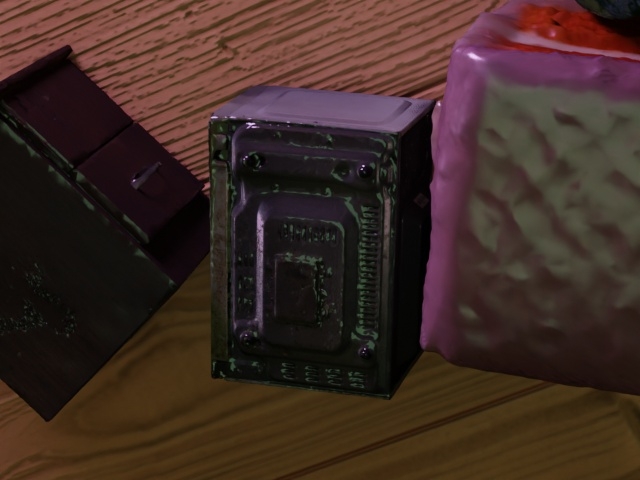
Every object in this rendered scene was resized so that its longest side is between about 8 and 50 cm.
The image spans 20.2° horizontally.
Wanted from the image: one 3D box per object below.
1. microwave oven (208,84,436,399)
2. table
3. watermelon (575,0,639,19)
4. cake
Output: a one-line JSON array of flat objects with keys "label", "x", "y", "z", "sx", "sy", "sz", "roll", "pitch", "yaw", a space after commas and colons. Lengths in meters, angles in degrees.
[{"label": "microwave oven", "x": 0.000, "y": 0.000, "z": 1.327, "sx": 0.163, "sy": 0.129, "sz": 0.205, "roll": 6, "pitch": 108, "yaw": 17}, {"label": "table", "x": -0.195, "y": -0.011, "z": 1.347, "sx": 0.193, "sy": 0.169, "sz": 0.172, "roll": 44, "pitch": 110, "yaw": -3}, {"label": "watermelon", "x": 0.240, "y": -0.276, "z": 1.184, "sx": 0.201, "sy": 0.213, "sz": 0.262, "roll": -1, "pitch": 113, "yaw": -5}, {"label": "cake", "x": 0.229, "y": -0.031, "z": 1.217, "sx": 0.308, "sy": 0.237, "sz": 0.230, "roll": 10, "pitch": 108, "yaw": 9}]
